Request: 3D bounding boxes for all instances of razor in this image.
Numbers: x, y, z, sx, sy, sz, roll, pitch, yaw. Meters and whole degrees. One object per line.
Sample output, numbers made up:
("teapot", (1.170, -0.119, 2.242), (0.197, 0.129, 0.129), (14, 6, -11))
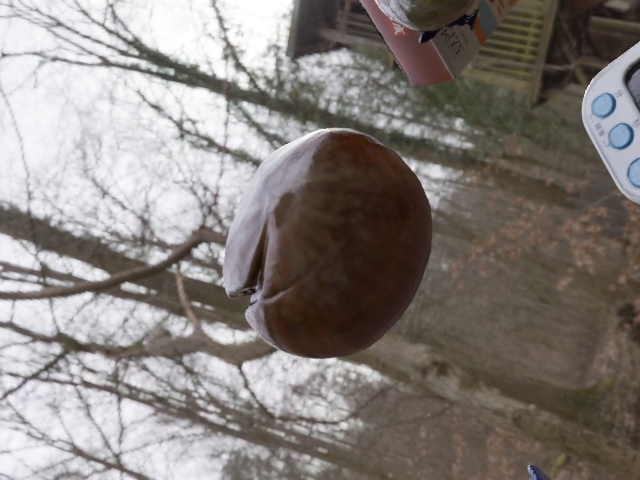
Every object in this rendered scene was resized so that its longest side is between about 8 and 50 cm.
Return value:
("razor", (0.226, -0.386, 1.647), (0.155, 0.028, 0.044), (-28, -35, -33))

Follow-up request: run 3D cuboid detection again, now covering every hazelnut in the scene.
("hazelnut", (0.000, 0.000, 1.595), (0.359, 0.359, 0.409), (65, -135, -64))

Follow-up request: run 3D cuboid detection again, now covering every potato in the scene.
("potato", (0.173, -0.448, 1.524), (0.178, 0.235, 0.160), (-56, -41, 2))

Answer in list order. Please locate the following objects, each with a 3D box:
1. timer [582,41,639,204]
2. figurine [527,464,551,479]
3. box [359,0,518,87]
("timer", (0.549, -0.190, 1.420), (0.087, 0.237, 0.262), (12, -130, -48))
("figurine", (0.288, 0.476, 1.420), (0.121, 0.262, 0.164), (43, -159, -52))
("box", (0.239, -0.561, 1.800), (0.385, 0.122, 0.344), (-51, -61, -27))
